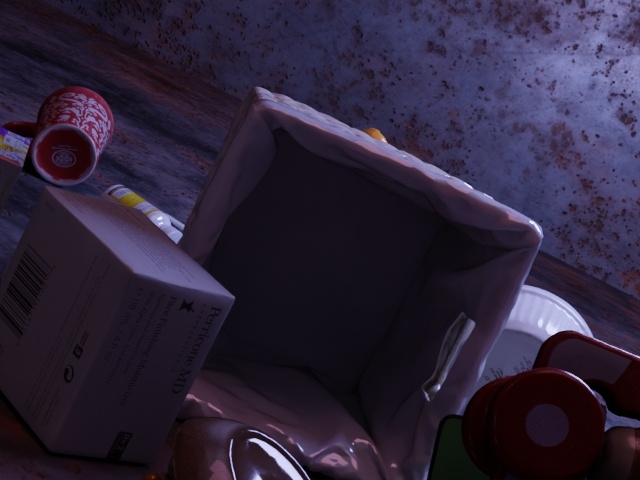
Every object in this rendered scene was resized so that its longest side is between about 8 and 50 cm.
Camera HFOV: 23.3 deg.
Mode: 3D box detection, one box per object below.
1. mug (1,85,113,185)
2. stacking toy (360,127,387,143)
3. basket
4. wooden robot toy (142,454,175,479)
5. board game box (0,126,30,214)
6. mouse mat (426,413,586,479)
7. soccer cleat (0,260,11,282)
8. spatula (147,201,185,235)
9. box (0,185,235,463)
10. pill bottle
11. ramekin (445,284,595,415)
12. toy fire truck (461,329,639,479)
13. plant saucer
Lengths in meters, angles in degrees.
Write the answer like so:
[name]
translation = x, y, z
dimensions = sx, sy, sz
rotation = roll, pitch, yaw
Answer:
[mug]
translation = -0.372, -0.136, 2.206
dimensions = 0.113, 0.150, 0.169
rotation = 61, 6, -19
[stacking toy]
translation = 0.000, 0.000, 1.861
dimensions = 0.175, 0.301, 0.166
rotation = 27, 12, 8
[basket]
translation = 0.000, 0.044, 1.641
dimensions = 0.331, 0.328, 0.266
rotation = 24, 8, -11
[wooden robot toy]
translation = -0.103, 0.209, 1.281
dimensions = 0.173, 0.079, 0.076
rotation = 16, 15, -40
[board game box]
translation = -0.463, -0.088, 1.626
dimensions = 0.275, 0.144, 0.142
rotation = 25, 11, -13
[mouse mat]
translation = 0.190, 0.255, 1.455
dimensions = 0.190, 0.152, 0.007
rotation = 13, -7, 8
[soccer cleat]
translation = -0.295, 0.041, 1.598
dimensions = 0.068, 0.076, 0.196
rotation = 26, 11, -6
[spatula]
translation = -0.123, 0.026, 2.076
dimensions = 0.242, 0.019, 0.168
rotation = 32, -9, 25
[box]
translation = -0.200, 0.076, 1.396
dimensions = 0.119, 0.181, 0.182
rotation = 15, 16, -43
[pill bottle]
translation = -0.236, -0.019, 2.017
dimensions = 0.116, 0.065, 0.065
rotation = 33, 13, 27
[ramekin]
translation = 0.237, 0.167, 1.923
dimensions = 0.207, 0.207, 0.109
rotation = 28, 21, 6
[toy fire truck]
translation = 0.233, 0.247, 1.352
dimensions = 0.254, 0.302, 0.169
rotation = 23, -10, -1
[plant saucer]
translation = -0.042, 0.221, 1.258
dimensions = 0.198, 0.036, 0.198
rotation = 48, 18, -21
